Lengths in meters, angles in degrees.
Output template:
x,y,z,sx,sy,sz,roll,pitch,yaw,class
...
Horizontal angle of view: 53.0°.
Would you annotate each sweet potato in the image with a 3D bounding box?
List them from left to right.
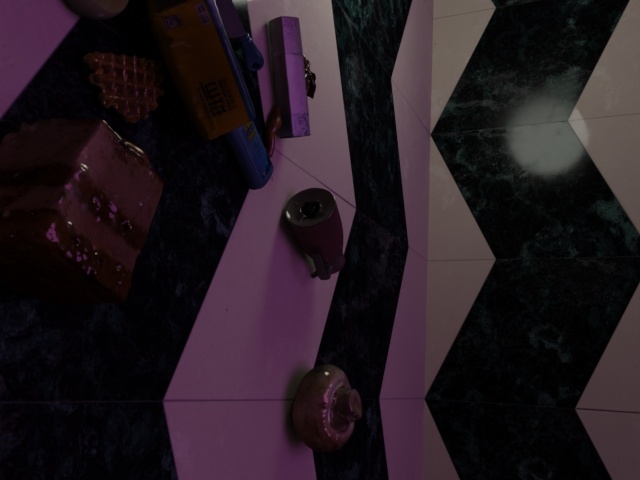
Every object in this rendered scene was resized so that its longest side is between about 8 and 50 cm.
x,y,z,sx,sy,sz,roll,pitch,yaw,class
-0.129,-0.288,1.703,0.044,0.044,0.179,50,43,-54,sweet potato

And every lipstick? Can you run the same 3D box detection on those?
x,y,z,sx,sy,sz,roll,pitch,yaw,class
-0.085,-0.442,1.754,0.066,0.068,0.317,-11,99,-37,lipstick

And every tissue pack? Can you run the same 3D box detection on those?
x,y,z,sx,sy,sz,roll,pitch,yaw,class
-0.240,-0.362,1.283,0.192,0.134,0.271,-117,-174,-56,tissue pack

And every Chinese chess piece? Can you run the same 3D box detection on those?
x,y,z,sx,sy,sz,roll,pitch,yaw,class
-0.392,-0.454,1.103,0.144,0.058,0.144,-3,90,-68,Chinese chess piece

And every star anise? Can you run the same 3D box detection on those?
x,y,z,sx,sy,sz,roll,pitch,yaw,class
-0.054,-0.482,1.862,0.168,0.057,0.168,-1,90,-66,star anise

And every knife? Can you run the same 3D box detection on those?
x,y,z,sx,sy,sz,roll,pitch,yaw,class
-0.202,-0.502,1.537,0.244,0.058,0.032,58,13,-50,knife

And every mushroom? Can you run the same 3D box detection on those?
x,y,z,sx,sy,sz,roll,pitch,yaw,class
0.024,0.476,1.813,0.255,0.184,0.255,-16,90,-72,mushroom

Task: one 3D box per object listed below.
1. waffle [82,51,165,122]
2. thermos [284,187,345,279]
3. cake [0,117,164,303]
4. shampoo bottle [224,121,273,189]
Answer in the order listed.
x,y,z,sx,sy,sz,roll,pitch,yaw,class
-0.354,-0.304,1.190,0.192,0.046,0.161,-68,147,-44,waffle
0.000,0.000,1.846,0.265,0.146,0.176,70,23,-46,thermos
-0.367,-0.067,0.954,0.199,0.196,0.293,55,41,-48,cake
-0.187,-0.250,1.538,0.104,0.061,0.258,-70,147,-42,shampoo bottle
